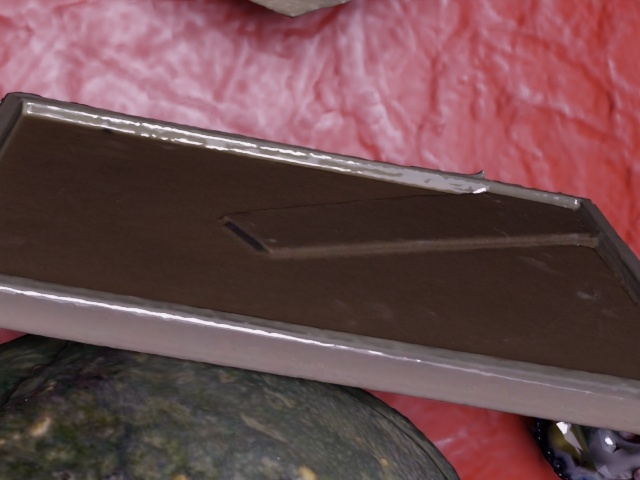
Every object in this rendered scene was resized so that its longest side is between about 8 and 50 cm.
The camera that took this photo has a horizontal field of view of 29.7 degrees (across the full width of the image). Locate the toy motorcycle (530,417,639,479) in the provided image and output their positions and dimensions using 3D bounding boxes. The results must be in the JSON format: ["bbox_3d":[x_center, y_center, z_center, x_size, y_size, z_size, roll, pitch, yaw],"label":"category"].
[{"bbox_3d":[0.210,0.124,0.610,0.401,0.134,0.207,-25,91,-7],"label":"toy motorcycle"}]

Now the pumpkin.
[{"bbox_3d":[-0.090,0.189,0.491,0.257,0.291,0.328,31,78,-1],"label":"pumpkin"}]

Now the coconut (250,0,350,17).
[{"bbox_3d":[0.005,-0.210,0.518,0.237,0.237,0.197,-40,102,-4],"label":"coconut"}]

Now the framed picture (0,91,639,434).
[{"bbox_3d":[0.000,0.000,0.524,0.315,0.232,0.024,10,111,-7],"label":"framed picture"}]
